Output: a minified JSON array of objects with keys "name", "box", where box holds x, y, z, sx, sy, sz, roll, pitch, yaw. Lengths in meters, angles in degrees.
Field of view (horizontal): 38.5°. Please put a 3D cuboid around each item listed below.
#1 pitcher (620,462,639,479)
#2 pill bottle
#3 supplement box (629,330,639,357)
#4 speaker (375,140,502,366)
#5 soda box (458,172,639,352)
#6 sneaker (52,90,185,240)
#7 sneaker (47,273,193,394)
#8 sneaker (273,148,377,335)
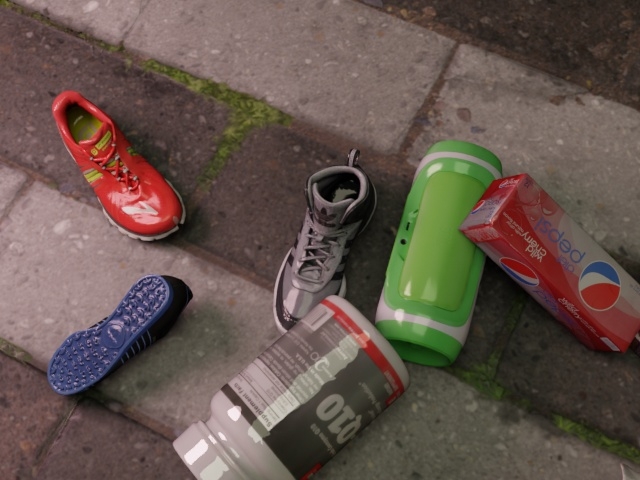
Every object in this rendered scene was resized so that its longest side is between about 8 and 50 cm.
[{"name":"pitcher","box":[0.467,0.333,1.073,0.207,0.178,0.126,-4,46,23]},{"name":"pill bottle","box":[-0.037,0.218,1.178,0.283,0.161,0.161,-41,71,-11]},{"name":"supplement box","box":[0.460,0.142,1.235,0.055,0.043,0.083,-39,71,-10]},{"name":"speaker","box":[0.165,0.016,1.262,0.131,0.131,0.297,14,70,9]},{"name":"soda box","box":[0.314,0.032,1.207,0.263,0.083,0.092,41,75,-13]},{"name":"sneaker","box":[-0.310,-0.111,1.348,0.107,0.118,0.279,-41,71,-11]},{"name":"sneaker","box":[-0.274,0.135,1.277,0.232,0.090,0.081,-39,71,12]},{"name":"sneaker","box":[0.000,0.000,1.264,0.101,0.153,0.269,20,71,12]}]
